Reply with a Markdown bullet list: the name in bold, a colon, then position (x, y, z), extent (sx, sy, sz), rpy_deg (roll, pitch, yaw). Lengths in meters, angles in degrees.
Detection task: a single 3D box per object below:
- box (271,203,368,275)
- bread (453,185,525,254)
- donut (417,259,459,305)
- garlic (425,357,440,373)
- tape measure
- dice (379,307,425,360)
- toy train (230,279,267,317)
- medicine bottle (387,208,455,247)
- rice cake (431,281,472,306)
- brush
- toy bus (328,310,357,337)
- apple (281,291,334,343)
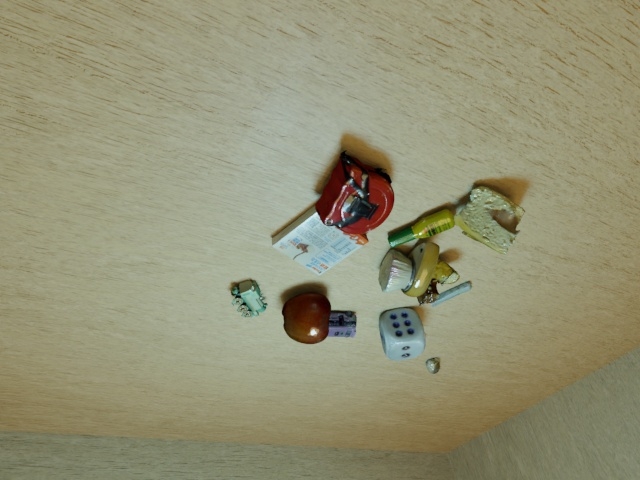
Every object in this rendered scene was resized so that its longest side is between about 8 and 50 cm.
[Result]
- **box**: position (0.000, 0.000, 1.621), extent (0.265, 0.048, 0.273), rpy_deg (-36, 131, 23)
- **bread**: position (0.632, -0.075, 1.603), extent (0.184, 0.224, 0.211), rpy_deg (-59, 166, 8)
- **donut**: position (0.494, 0.167, 1.826), extent (0.085, 0.141, 0.217), rpy_deg (12, 134, -35)
- **garlic**: position (0.669, 0.748, 2.508), extent (0.084, 0.066, 0.152), rpy_deg (-17, 134, 5)
- **tape measure**: position (0.125, -0.143, 1.424), extent (0.260, 0.114, 0.253), rpy_deg (15, 120, -28)
- **dice**: position (0.391, 0.454, 2.062), extent (0.194, 0.193, 0.192), rpy_deg (-7, 138, -1)
- **toy train**: position (-0.301, 0.255, 1.814), extent (0.125, 0.081, 0.194), rpy_deg (-20, 135, 4)
- **medicine bottle**: position (0.384, -0.041, 1.637), extent (0.260, 0.064, 0.095), rpy_deg (-22, 135, 14)
- **rice cake**: position (0.612, 0.253, 2.006), extent (0.210, 0.034, 0.043), rpy_deg (-30, 136, 20)
- **brush**: position (0.355, 0.100, 1.715), extent (0.166, 0.174, 0.267), rpy_deg (15, 124, -11)
- **toy bus**: position (0.073, 0.396, 2.003), extent (0.198, 0.108, 0.096), rpy_deg (5, 135, -15)
- **apple**: position (-0.053, 0.337, 1.844), extent (0.233, 0.234, 0.234), rpy_deg (-5, 136, -5)
